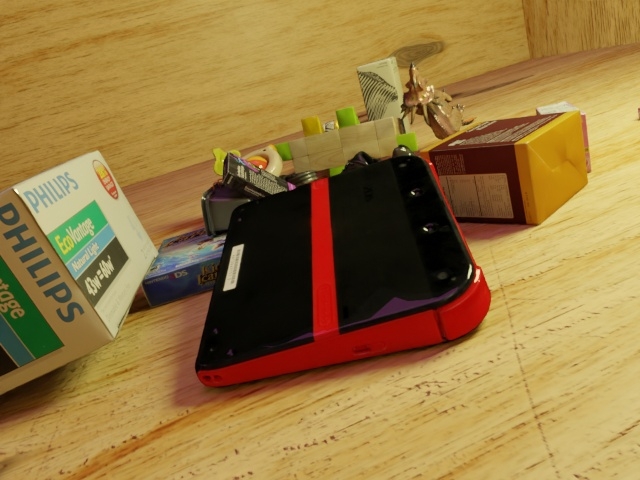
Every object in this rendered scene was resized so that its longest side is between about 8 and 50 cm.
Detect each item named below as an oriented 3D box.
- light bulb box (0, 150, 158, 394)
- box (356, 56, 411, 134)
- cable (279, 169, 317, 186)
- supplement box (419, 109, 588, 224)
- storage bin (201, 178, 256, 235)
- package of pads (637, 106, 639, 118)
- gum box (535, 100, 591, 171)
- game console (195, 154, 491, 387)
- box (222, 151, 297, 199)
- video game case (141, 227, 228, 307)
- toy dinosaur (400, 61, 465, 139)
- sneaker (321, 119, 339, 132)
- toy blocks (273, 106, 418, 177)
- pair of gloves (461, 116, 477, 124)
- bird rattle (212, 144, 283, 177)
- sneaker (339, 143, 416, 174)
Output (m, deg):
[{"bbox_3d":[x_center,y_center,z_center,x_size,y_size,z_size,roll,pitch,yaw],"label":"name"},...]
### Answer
[{"bbox_3d":[-0.479,0.060,0.780,0.361,0.225,0.358,-25,18,1],"label":"light bulb box"},{"bbox_3d":[0.202,-0.418,1.627,0.113,0.275,0.094,-10,19,22],"label":"box"},{"bbox_3d":[-0.066,-0.132,1.307,0.140,0.072,0.287,-18,11,-30],"label":"cable"},{"bbox_3d":[0.310,-0.124,0.886,0.191,0.129,0.194,-30,23,-36],"label":"supplement box"},{"bbox_3d":[-0.164,-0.072,1.019,0.091,0.098,0.135,-3,19,8],"label":"storage bin"},{"bbox_3d":[0.763,-0.302,1.188,0.083,0.031,0.050,-29,21,-36],"label":"package of pads"},{"bbox_3d":[0.469,-0.201,1.018,0.062,0.107,0.188,-10,19,18],"label":"gum box"},{"bbox_3d":[0.020,0.017,0.715,0.342,0.060,0.386,-17,31,9],"label":"game console"},{"bbox_3d":[-0.112,-0.107,1.011,0.029,0.162,0.116,-55,22,19],"label":"box"},{"bbox_3d":[-0.185,0.018,1.005,0.270,0.061,0.244,-17,17,-2],"label":"video game case"},{"bbox_3d":[0.318,-0.335,1.412,0.127,0.296,0.200,-48,4,22],"label":"toy dinosaur"},{"bbox_3d":[0.098,-0.333,1.679,0.225,0.087,0.093,1,-13,-44],"label":"sneaker"},{"bbox_3d":[0.094,-0.268,1.486,0.382,0.190,0.261,-10,8,19],"label":"toy blocks"},{"bbox_3d":[0.477,-0.396,1.760,0.074,0.010,0.083,-31,21,-36],"label":"pair of gloves"},{"bbox_3d":[-0.191,-0.156,1.292,0.207,0.143,0.253,-27,30,12],"label":"bird rattle"},{"bbox_3d":[0.066,-0.095,0.993,0.287,0.130,0.109,-18,14,24],"label":"sneaker"}]
